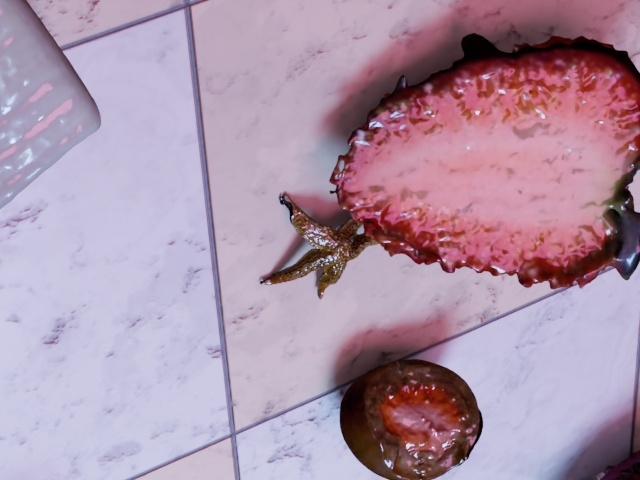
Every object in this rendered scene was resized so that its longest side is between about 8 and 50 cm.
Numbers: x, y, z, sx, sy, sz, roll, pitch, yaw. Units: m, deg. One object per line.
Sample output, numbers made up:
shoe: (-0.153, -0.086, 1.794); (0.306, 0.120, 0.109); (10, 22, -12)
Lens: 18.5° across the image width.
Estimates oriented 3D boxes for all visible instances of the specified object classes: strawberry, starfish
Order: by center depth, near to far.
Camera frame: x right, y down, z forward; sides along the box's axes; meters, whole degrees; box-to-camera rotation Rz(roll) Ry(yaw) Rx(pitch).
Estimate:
starfish: (0.001, 0.004, 1.800); (0.133, 0.041, 0.130); (-43, 136, 0)
strawberry: (0.155, -0.085, 1.803); (0.306, 0.138, 0.233); (9, 100, -12)

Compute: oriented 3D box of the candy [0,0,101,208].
candy: (-0.322, -0.156, 1.355); (0.208, 0.145, 0.358); (-38, 138, -5)

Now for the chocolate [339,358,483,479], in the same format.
chocolate: (0.080, 0.174, 1.939); (0.133, 0.124, 0.127); (35, 126, -27)

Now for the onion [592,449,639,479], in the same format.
onion: (0.436, 0.428, 2.218); (0.348, 0.385, 0.347); (-36, 148, -26)
